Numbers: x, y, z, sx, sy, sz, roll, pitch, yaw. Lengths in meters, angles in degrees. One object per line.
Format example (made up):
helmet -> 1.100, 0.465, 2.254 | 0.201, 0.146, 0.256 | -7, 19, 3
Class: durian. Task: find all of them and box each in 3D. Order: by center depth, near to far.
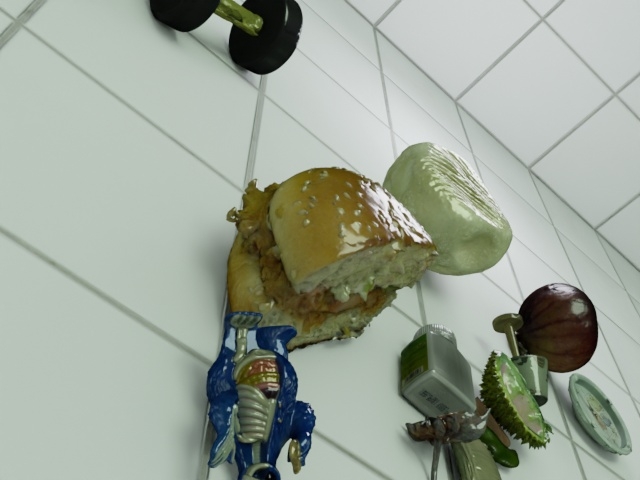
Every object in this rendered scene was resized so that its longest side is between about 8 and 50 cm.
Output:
durian -> 0.388, 0.345, 1.679 | 0.221, 0.095, 0.137 | 52, 35, 3

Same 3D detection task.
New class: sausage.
sausage -> 0.344, 0.370, 1.649 | 0.116, 0.026, 0.026 | 54, 25, 13

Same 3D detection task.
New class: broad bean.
broad bean -> 0.328, 0.391, 1.562 | 0.195, 0.046, 0.061 | 40, 3, -33

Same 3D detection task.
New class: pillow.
pillow -> 0.282, 0.420, 1.431 | 0.119, 0.053, 0.208 | 37, 26, -32

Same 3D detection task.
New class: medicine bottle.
medicine bottle -> 0.222, 0.247, 1.555 | 0.132, 0.088, 0.188 | 40, 25, -16

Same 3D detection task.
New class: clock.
clock -> 0.702, 0.451, 2.086 | 0.236, 0.053, 0.236 | 35, 28, -22

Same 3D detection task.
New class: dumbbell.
dumbbell -> -0.214, -0.538, 1.895 | 0.322, 0.204, 0.204 | 21, 35, -45

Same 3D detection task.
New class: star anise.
star anise -> 0.218, 0.387, 1.340 | 0.218, 0.148, 0.228 | 74, 14, -69

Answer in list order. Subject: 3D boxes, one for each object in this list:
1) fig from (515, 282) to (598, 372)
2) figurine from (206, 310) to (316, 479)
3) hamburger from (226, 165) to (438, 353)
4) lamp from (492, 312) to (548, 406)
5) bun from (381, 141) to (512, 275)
fig -> 0.599, 0.218, 2.084 | 0.214, 0.235, 0.235 | 12, 21, 12
figurine -> -0.087, 0.223, 1.063 | 0.164, 0.120, 0.262 | 34, 43, -29
hamburger -> 0.000, 0.000, 1.369 | 0.287, 0.268, 0.445 | 51, 25, 18
lamp -> 0.451, 0.272, 1.854 | 0.121, 0.121, 0.215 | 28, 42, -36
bun -> 0.285, -0.061, 1.964 | 0.349, 0.227, 0.352 | 40, 27, -17
